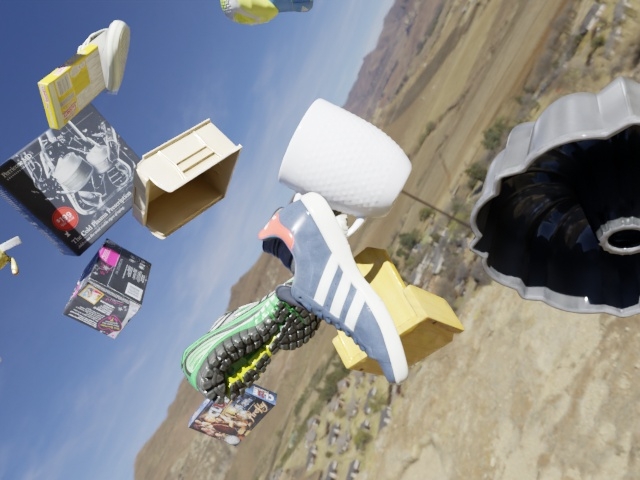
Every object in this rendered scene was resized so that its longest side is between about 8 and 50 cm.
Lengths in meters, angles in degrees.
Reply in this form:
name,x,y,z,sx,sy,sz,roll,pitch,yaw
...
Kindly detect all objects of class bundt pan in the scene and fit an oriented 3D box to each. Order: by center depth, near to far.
name,x,y,z,sx,sy,sz,roll,pitch,yaw
bundt pan,0.342,-0.046,0.565,0.331,0.331,0.124,119,170,-54

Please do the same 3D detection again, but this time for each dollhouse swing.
name,x,y,z,sx,sy,sz,roll,pitch,yaw
dollhouse swing,0.227,0.239,1.710,0.347,0.315,0.305,-42,46,28

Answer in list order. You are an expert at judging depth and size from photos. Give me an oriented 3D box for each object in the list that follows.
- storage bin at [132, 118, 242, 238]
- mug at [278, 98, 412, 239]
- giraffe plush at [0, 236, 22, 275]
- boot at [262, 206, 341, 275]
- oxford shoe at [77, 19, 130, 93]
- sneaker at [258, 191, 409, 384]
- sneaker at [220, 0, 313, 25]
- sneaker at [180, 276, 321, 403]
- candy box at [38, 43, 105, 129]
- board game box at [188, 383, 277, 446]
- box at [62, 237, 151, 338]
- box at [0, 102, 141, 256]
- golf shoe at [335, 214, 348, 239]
name,x,y,z,sx,sy,sz,roll,pitch,yaw
storage bin,-0.373,-0.160,1.360,0.260,0.123,0.262,-42,-6,-33
mug,0.063,-0.173,1.455,0.374,0.328,0.276,-63,-3,0
giraffe plush,-0.882,0.060,1.235,0.170,0.181,0.210,-28,-5,27
boot,-0.075,-0.067,1.693,0.118,0.223,0.338,21,-77,-50
oxford shoe,-0.618,-0.508,1.406,0.449,0.130,0.169,12,87,63
sneaker,0.016,0.100,0.834,0.148,0.350,0.131,-29,-7,-1
sneaker,-0.050,-0.359,0.548,0.091,0.126,0.240,-150,59,-78
sneaker,-0.125,0.159,0.976,0.343,0.146,0.134,-32,-59,-36
candy box,-0.536,-0.340,1.088,0.206,0.027,0.105,-76,-1,-47
board game box,-0.260,0.499,1.457,0.243,0.165,0.042,-52,18,29
box,-0.604,0.136,1.434,0.142,0.163,0.247,-48,25,14
box,-0.734,-0.179,1.493,0.179,0.312,0.343,0,45,50
golf shoe,0.000,0.000,1.028,0.176,0.086,0.069,128,142,-56
